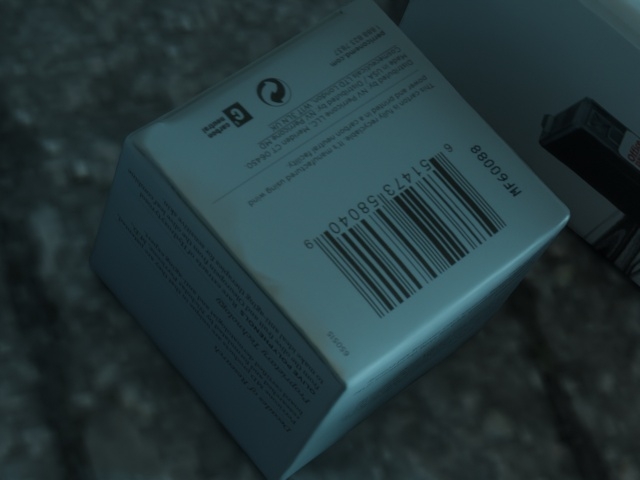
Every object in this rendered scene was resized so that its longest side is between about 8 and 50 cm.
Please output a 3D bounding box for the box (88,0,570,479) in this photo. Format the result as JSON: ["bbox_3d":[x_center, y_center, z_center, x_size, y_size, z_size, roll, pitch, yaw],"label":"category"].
[{"bbox_3d":[0.000,0.000,0.541,0.101,0.087,0.102,-35,76,-29],"label":"box"}]

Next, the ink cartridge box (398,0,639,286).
[{"bbox_3d":[0.189,-0.062,0.614,0.273,0.114,0.197,41,60,6],"label":"ink cartridge box"}]
